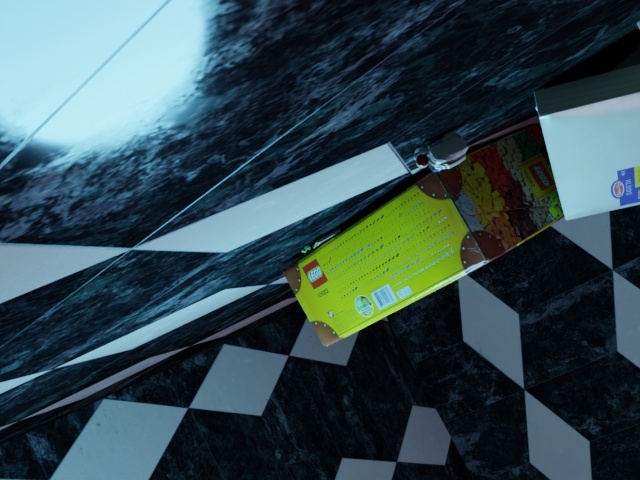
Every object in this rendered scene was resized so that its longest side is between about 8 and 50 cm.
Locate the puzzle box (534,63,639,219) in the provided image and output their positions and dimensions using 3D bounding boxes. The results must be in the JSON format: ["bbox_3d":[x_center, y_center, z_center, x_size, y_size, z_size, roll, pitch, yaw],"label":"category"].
[{"bbox_3d":[0.521,-0.162,1.488,0.272,0.052,0.409,-13,154,15],"label":"puzzle box"}]

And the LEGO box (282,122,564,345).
[{"bbox_3d":[0.223,-0.005,1.819,0.373,0.193,0.500,-25,174,-44],"label":"LEGO box"}]

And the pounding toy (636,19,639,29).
[{"bbox_3d":[0.538,-0.304,1.191,0.141,0.100,0.130,-26,174,-20],"label":"pounding toy"}]

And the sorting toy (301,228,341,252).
[{"bbox_3d":[0.000,0.000,1.769,0.083,0.012,0.062,-29,177,-12],"label":"sorting toy"}]

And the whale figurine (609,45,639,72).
[{"bbox_3d":[0.574,-0.263,1.493,0.272,0.141,0.216,-33,173,28],"label":"whale figurine"}]

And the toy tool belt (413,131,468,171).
[{"bbox_3d":[0.180,-0.126,1.333,0.083,0.052,0.051,-27,166,-7],"label":"toy tool belt"}]
